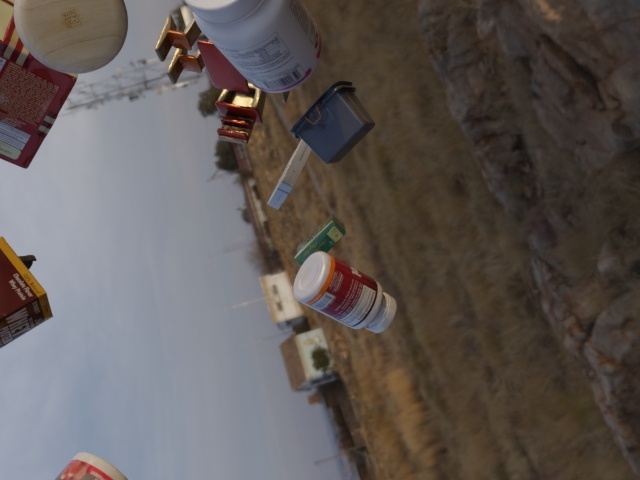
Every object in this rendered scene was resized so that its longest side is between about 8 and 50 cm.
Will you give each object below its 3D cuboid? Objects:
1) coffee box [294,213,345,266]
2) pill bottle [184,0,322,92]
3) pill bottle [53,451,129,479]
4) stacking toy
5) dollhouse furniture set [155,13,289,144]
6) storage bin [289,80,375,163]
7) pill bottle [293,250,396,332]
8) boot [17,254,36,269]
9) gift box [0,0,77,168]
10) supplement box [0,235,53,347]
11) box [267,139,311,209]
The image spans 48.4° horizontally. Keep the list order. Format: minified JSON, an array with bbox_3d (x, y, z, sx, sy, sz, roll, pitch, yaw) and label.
[{"bbox_3d":[0.000,0.000,1.473,0.040,0.113,0.184,45,-173,-5],"label":"coffee box"},{"bbox_3d":[-0.109,-0.366,1.157,0.283,0.160,0.160,36,-145,-70],"label":"pill bottle"},{"bbox_3d":[-0.549,0.624,1.500,0.318,0.176,0.176,-53,-39,-40],"label":"pill bottle"},{"bbox_3d":[-0.368,-0.331,1.052,0.330,0.141,0.141,-137,29,-64],"label":"stacking toy"},{"bbox_3d":[-0.186,-0.325,1.475,0.259,0.262,0.135,73,-149,-66],"label":"dollhouse furniture set"},{"bbox_3d":[0.025,-0.204,1.270,0.091,0.135,0.098,51,-154,11],"label":"storage bin"},{"bbox_3d":[0.041,0.085,1.109,0.152,0.086,0.086,30,-161,-25],"label":"pill bottle"},{"bbox_3d":[-0.930,0.109,1.943,0.091,0.263,0.229,57,179,14],"label":"boot"},{"bbox_3d":[-0.620,-0.313,1.346,0.255,0.276,0.258,31,-156,-32],"label":"gift box"},{"bbox_3d":[-0.755,0.133,1.628,0.191,0.194,0.129,46,150,17],"label":"supplement box"},{"bbox_3d":[-0.077,-0.174,1.848,0.145,0.038,0.186,-65,8,-21],"label":"box"}]
